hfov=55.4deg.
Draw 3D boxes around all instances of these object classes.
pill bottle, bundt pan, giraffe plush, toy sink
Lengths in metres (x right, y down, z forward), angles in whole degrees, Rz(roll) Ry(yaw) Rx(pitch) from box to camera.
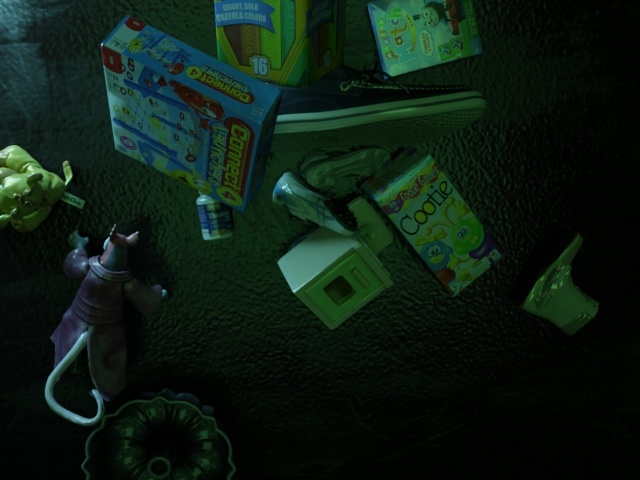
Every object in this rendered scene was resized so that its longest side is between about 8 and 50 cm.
[{"bbox_3d":[-0.230,-0.064,1.313,0.067,0.067,0.120,-9,100,-1],"label":"pill bottle"},{"bbox_3d":[-0.351,0.482,1.374,0.331,0.124,0.330,0,99,-3],"label":"bundt pan"},{"bbox_3d":[-0.610,-0.094,1.235,0.210,0.170,0.181,9,99,-5],"label":"giraffe plush"},{"bbox_3d":[0.057,0.050,1.291,0.234,0.131,0.153,-38,127,3],"label":"toy sink"}]

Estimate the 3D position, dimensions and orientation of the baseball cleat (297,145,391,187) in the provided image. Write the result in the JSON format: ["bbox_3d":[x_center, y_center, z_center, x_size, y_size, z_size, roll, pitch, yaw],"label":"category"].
[{"bbox_3d":[0.048,-0.173,1.308,0.206,0.109,0.072,-16,129,-28],"label":"baseball cleat"}]

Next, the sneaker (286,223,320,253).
[{"bbox_3d":[0.000,0.000,1.351,0.152,0.053,0.061,-37,116,6],"label":"sneaker"}]

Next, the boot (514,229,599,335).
[{"bbox_3d":[0.566,0.097,1.381,0.165,0.077,0.213,30,102,-7],"label":"boot"}]

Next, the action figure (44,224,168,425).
[{"bbox_3d":[-0.467,0.134,1.246,0.248,0.275,0.370,21,112,0],"label":"action figure"}]

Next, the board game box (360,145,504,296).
[{"bbox_3d":[0.234,-0.044,1.285,0.142,0.144,0.275,-40,108,3],"label":"board game box"}]

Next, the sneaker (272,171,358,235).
[{"bbox_3d":[-0.012,-0.063,1.267,0.085,0.237,0.086,10,110,-48],"label":"sneaker"}]

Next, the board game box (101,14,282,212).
[{"bbox_3d":[-0.245,-0.222,1.152,0.302,0.308,0.086,26,60,2],"label":"board game box"}]

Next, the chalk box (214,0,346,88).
[{"bbox_3d":[-0.067,-0.434,1.049,0.180,0.179,0.289,12,123,20],"label":"chalk box"}]

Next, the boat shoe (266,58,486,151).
[{"bbox_3d":[0.077,-0.278,1.224,0.500,0.187,0.156,-3,80,7],"label":"boat shoe"}]

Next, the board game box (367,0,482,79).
[{"bbox_3d":[0.221,-0.446,1.287,0.212,0.039,0.160,-15,101,0],"label":"board game box"}]
